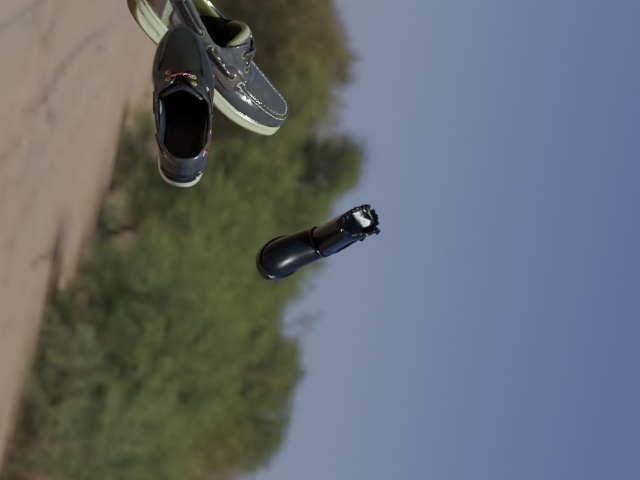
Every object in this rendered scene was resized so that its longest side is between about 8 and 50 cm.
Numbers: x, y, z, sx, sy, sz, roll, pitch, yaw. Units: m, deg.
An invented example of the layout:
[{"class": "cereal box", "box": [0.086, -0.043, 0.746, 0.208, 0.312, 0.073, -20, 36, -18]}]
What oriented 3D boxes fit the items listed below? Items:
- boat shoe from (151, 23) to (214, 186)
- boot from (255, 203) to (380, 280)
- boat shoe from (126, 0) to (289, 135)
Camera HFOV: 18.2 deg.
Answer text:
[{"class": "boat shoe", "box": [-0.102, -0.108, 1.502, 0.042, 0.049, 0.133, 108, -18, -63]}, {"class": "boot", "box": [0.000, 0.001, 2.150, 0.099, 0.121, 0.045, -24, -92, 47]}, {"class": "boat shoe", "box": [-0.103, -0.196, 2.060, 0.073, 0.223, 0.080, -34, -150, 25]}]
